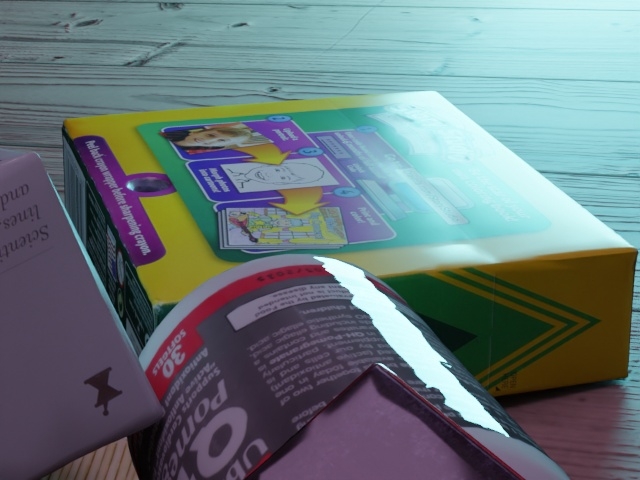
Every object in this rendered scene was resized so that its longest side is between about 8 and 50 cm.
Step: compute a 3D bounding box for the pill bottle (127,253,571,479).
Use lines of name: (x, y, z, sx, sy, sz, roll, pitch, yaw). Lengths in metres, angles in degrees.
pill bottle: (0.025, 0.140, 0.741, 0.176, 0.176, 0.318, -12, 24, -15)

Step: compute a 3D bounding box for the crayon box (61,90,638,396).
crayon box: (0.000, 0.000, 1.136, 0.313, 0.106, 0.363, -5, 23, -16)

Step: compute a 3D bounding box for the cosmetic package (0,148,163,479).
cosmetic package: (-0.263, 0.051, 0.886, 0.217, 0.156, 0.385, -28, 14, -21)

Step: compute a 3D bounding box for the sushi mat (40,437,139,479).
sushi mat: (-0.162, 0.129, 1.001, 0.151, 0.019, 0.316, -2, 24, 5)

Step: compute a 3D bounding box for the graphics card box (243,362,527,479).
graphics card box: (-0.024, 0.227, 0.446, 0.233, 0.094, 0.371, 39, 61, 24)
